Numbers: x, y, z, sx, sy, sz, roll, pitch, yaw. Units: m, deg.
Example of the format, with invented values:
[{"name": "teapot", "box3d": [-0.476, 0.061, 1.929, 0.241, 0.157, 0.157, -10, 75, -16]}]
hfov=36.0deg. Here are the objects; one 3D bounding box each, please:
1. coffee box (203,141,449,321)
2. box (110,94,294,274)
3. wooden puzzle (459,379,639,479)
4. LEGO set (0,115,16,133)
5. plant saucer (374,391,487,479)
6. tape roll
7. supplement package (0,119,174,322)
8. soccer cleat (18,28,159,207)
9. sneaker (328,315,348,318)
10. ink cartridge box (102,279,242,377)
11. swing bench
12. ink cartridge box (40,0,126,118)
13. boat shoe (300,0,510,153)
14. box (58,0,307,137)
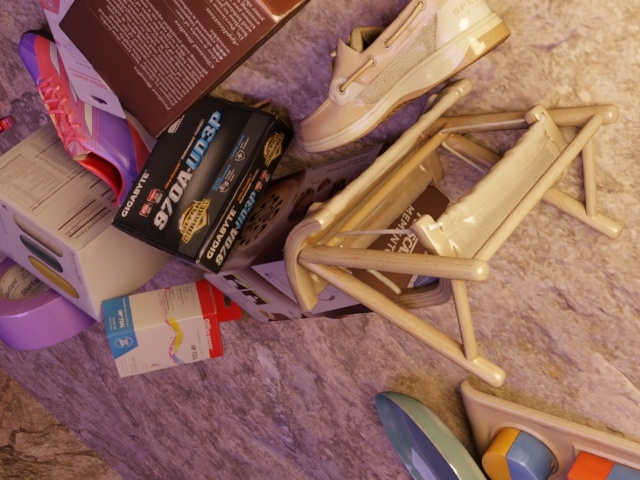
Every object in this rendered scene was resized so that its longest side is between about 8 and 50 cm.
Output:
[{"name": "coffee box", "box3d": [0.000, 0.000, 1.245, 0.119, 0.168, 0.297, 41, 154, -22]}, {"name": "box", "box3d": [-0.158, -0.082, 1.313, 0.175, 0.220, 0.051, 22, 170, 36]}, {"name": "wooden puzzle", "box3d": [0.348, 0.371, 1.373, 0.348, 0.080, 0.322, 19, 141, 39]}, {"name": "LEGO set", "box3d": [-0.699, -0.228, 1.929, 0.227, 0.093, 0.087, -1, 127, 52]}, {"name": "plant saucer", "box3d": [0.191, 0.356, 1.505, 0.317, 0.043, 0.317, 52, 166, 19]}, {"name": "tape roll", "box3d": [-0.513, 0.085, 1.900, 0.275, 0.275, 0.090, 12, 137, 44]}, {"name": "supplement package", "box3d": [-0.419, -0.039, 1.705, 0.262, 0.198, 0.199, 31, 147, 24]}, {"name": "soccer cleat", "box3d": [-0.373, -0.193, 1.541, 0.318, 0.116, 0.108, 47, 150, -3]}, {"name": "sneaker", "box3d": [-0.036, 0.095, 1.522, 0.188, 0.071, 0.066, 17, 140, 41]}, {"name": "ink cartridge box", "box3d": [-0.245, 0.147, 1.692, 0.134, 0.231, 0.078, 88, 167, -51]}, {"name": "swing bench", "box3d": [0.127, -0.028, 0.985, 0.254, 0.253, 0.165, 20, 142, 36]}, {"name": "ink cartridge box", "box3d": [-0.321, -0.282, 1.417, 0.115, 0.067, 0.198, 25, 143, 32]}, {"name": "boat shoe", "box3d": [0.064, -0.182, 1.030, 0.098, 0.109, 0.302, 55, 144, -6]}, {"name": "box", "box3d": [-0.148, -0.280, 1.137, 0.191, 0.143, 0.381, 51, 148, -10]}]
